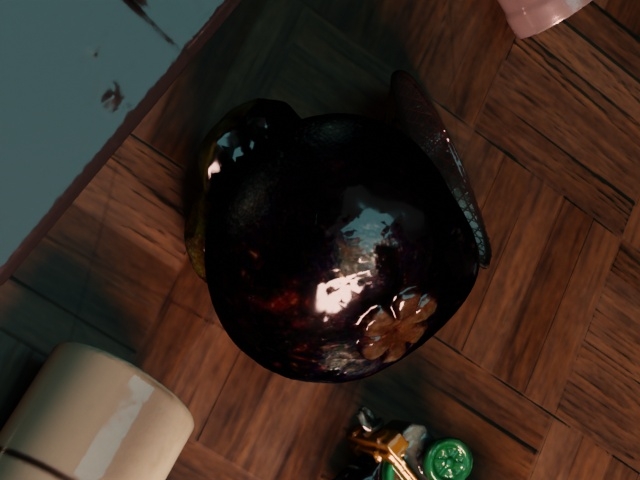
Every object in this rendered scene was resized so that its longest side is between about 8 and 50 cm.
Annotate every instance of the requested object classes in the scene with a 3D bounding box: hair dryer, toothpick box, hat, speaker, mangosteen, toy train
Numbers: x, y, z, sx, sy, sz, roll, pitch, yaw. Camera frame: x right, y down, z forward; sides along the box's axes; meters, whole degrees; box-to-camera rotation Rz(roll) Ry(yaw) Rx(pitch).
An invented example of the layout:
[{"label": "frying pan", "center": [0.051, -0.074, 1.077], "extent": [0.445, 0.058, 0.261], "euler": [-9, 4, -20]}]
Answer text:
[{"label": "hair dryer", "center": [-0.116, 0.260, 1.230], "extent": [0.362, 0.128, 0.203], "euler": [42, 63, -27]}, {"label": "toothpick box", "center": [0.191, -0.279, 1.490], "extent": [0.098, 0.098, 0.149], "euler": [-39, 103, -29]}, {"label": "hat", "center": [0.076, -0.049, 1.394], "extent": [0.193, 0.082, 0.193], "euler": [58, 18, -30]}, {"label": "speaker", "center": [-0.215, -0.156, 1.228], "extent": [0.180, 0.184, 0.388], "euler": [43, 75, -16]}, {"label": "mangosteen", "center": [0.000, 0.000, 1.258], "extent": [0.243, 0.243, 0.243], "euler": [5, 80, -29]}, {"label": "toy train", "center": [0.085, 0.248, 1.354], "extent": [0.136, 0.091, 0.227], "euler": [-42, 104, -18]}]
